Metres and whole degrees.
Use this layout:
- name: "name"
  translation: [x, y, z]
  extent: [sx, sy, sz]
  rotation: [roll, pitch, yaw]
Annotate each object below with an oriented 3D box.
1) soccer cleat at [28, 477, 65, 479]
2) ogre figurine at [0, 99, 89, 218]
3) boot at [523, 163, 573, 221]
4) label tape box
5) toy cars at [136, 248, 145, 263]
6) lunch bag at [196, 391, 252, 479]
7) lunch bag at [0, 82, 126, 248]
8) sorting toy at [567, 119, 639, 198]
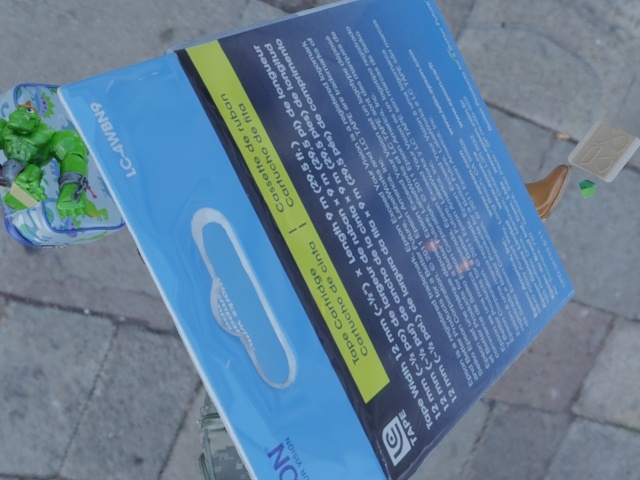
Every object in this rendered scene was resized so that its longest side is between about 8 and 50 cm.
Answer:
- name: "soccer cleat"
  translation: [-0.398, 0.472, 1.783]
  extent: [0.289, 0.121, 0.093]
  rotation: [31, 90, -48]
- name: "ogre figurine"
  translation: [-0.343, -0.089, 1.134]
  extent: [0.118, 0.197, 0.097]
  rotation: [-73, 151, -41]
- name: "boot"
  translation: [0.306, -0.079, 1.655]
  extent: [0.152, 0.073, 0.197]
  rotation: [35, 118, 2]
- name: "label tape box"
  translation: [0.000, 0.000, 0.601]
  extent: [0.348, 0.115, 0.249]
  rotation: [-32, 97, -50]
- name: "toy cars"
  translation: [-0.185, -0.006, 1.657]
  extent: [0.176, 0.394, 0.087]
  rotation: [-17, 77, -38]
- name: "lunch bag"
  translation: [-0.030, 0.299, 1.296]
  extent: [0.213, 0.256, 0.305]
  rotation: [-7, 150, 11]
- name: "lunch bag"
  translation: [-0.359, -0.101, 1.385]
  extent: [0.176, 0.090, 0.219]
  rotation: [-8, 81, -58]
- name: "sorting toy"
  translation: [0.296, -0.085, 1.082]
  extent: [0.083, 0.062, 0.012]
  rotation: [-53, 135, 2]
